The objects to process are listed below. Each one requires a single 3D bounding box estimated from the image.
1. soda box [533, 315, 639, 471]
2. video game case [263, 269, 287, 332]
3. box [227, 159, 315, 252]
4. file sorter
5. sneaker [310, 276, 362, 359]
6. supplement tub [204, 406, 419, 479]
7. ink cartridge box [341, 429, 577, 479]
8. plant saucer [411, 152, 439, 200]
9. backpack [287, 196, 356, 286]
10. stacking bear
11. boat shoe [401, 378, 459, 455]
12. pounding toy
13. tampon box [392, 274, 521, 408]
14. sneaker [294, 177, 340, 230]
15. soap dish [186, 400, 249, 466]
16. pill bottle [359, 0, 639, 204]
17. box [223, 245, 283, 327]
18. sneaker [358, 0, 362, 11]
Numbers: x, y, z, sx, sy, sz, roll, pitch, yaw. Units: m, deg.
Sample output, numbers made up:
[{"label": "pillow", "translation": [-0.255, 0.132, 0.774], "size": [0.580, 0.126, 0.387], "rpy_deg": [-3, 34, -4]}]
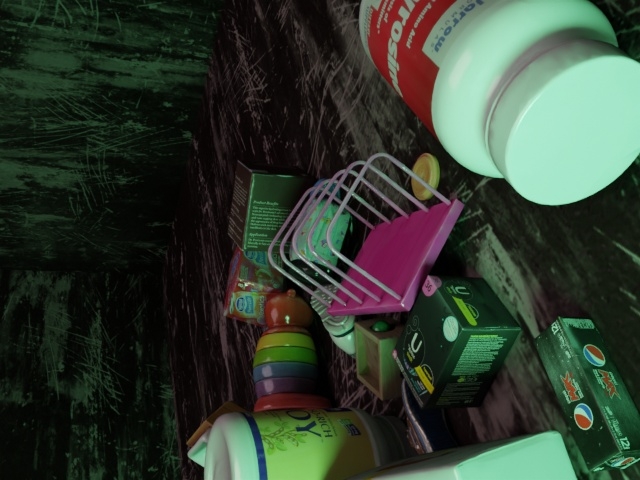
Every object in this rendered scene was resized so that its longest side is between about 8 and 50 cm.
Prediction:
[{"label": "soda box", "translation": [0.310, 0.173, 0.781], "size": [0.060, 0.053, 0.169], "rpy_deg": [118, 148, -46]}, {"label": "video game case", "translation": [-0.126, 0.200, 1.885], "size": [0.173, 0.022, 0.190], "rpy_deg": [132, 136, -57]}, {"label": "box", "translation": [-0.130, -0.086, 1.743], "size": [0.167, 0.168, 0.203], "rpy_deg": [-140, 57, -64]}, {"label": "file sorter", "translation": [0.058, -0.007, 1.159], "size": [0.202, 0.182, 0.290], "rpy_deg": [-59, 15, -19]}, {"label": "sneaker", "translation": [0.044, 0.157, 1.402], "size": [0.095, 0.090, 0.235], "rpy_deg": [56, -171, -23]}, {"label": "supplement tub", "translation": [-0.017, 0.415, 1.177], "size": [0.241, 0.331, 0.241], "rpy_deg": [-177, 90, -67]}, {"label": "ink cartridge box", "translation": [0.175, 0.423, 0.875], "size": [0.385, 0.160, 0.279], "rpy_deg": [-46, 58, 58]}, {"label": "plant saucer", "translation": [0.182, -0.112, 1.192], "size": [0.083, 0.013, 0.083], "rpy_deg": [-177, 90, -68]}, {"label": "backpack", "translation": [0.000, 0.000, 1.457], "size": [0.152, 0.115, 0.182], "rpy_deg": [-7, 61, 60]}, {"label": "stacking bear", "translation": [-0.075, 0.261, 1.590], "size": [0.175, 0.164, 0.289], "rpy_deg": [131, 142, -58]}, {"label": "boat shoe", "translation": [0.167, 0.306, 1.095], "size": [0.183, 0.066, 0.066], "rpy_deg": [-108, 29, -42]}, {"label": "pounding toy", "translation": [0.131, 0.190, 1.189], "size": [0.130, 0.100, 0.141], "rpy_deg": [-154, 58, -67]}, {"label": "tampon box", "translation": [0.195, 0.150, 1.001], "size": [0.120, 0.101, 0.161], "rpy_deg": [-117, 38, -50]}, {"label": "sneaker", "translation": [-0.018, -0.047, 1.581], "size": [0.090, 0.081, 0.232], "rpy_deg": [48, 132, 51]}, {"label": "soap dish", "translation": [-0.162, 0.509, 1.616], "size": [0.118, 0.291, 0.229], "rpy_deg": [-61, 4, -35]}, {"label": "pill bottle", "translation": [0.214, -0.225, 0.849], "size": [0.408, 0.229, 0.229], "rpy_deg": [-115, 36, -50]}, {"label": "box", "translation": [-0.174, 0.094, 1.796], "size": [0.257, 0.122, 0.128], "rpy_deg": [-94, 26, -59]}, {"label": "sneaker", "translation": [0.117, -0.476, 1.360], "size": [0.078, 0.067, 0.188], "rpy_deg": [86, 168, -48]}]
